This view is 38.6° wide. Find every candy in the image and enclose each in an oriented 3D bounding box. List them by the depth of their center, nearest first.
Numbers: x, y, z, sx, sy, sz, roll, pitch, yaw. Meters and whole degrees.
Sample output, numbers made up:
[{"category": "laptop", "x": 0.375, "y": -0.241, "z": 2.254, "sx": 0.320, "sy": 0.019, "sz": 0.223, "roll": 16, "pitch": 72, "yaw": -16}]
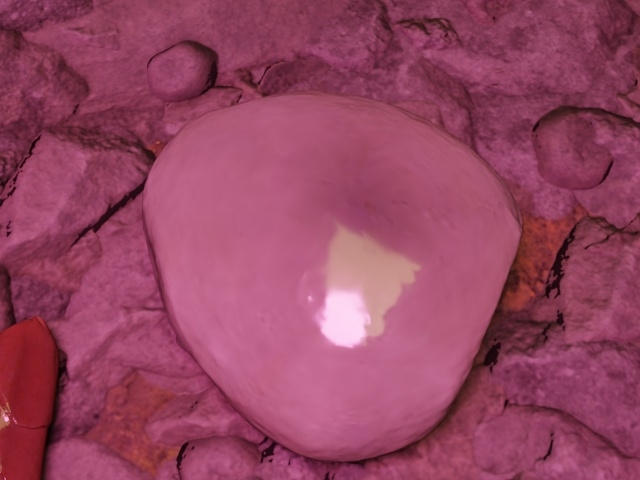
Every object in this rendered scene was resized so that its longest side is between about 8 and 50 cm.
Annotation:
[{"category": "candy", "x": 0.000, "y": 0.000, "z": 0.976, "sx": 0.426, "sy": 0.186, "sz": 0.386, "roll": 34, "pitch": 69, "yaw": 20}]

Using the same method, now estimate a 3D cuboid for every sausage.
[{"category": "sausage", "x": -0.308, "y": 0.271, "z": 0.865, "sx": 0.087, "sy": 0.088, "sz": 0.433, "roll": 0, "pitch": 61, "yaw": -2}]
